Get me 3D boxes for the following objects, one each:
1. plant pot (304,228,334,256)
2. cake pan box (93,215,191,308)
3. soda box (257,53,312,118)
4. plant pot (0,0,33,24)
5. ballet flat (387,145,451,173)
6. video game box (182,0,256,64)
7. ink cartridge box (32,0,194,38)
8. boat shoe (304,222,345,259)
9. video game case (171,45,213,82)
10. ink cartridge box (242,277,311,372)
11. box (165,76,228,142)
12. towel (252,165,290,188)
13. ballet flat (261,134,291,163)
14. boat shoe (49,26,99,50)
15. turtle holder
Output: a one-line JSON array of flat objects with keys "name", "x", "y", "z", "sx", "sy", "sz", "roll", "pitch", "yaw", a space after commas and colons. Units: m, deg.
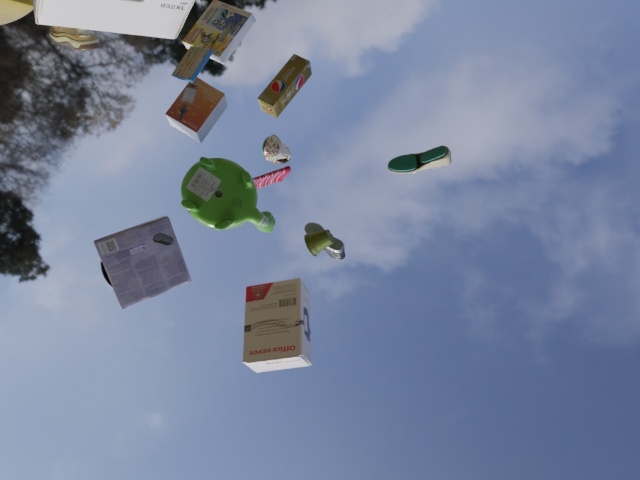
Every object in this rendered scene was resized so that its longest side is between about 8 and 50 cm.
[{"name": "plant pot", "x": 0.000, "y": 0.000, "z": 1.879, "sx": 0.079, "sy": 0.083, "sz": 0.083, "roll": -26, "pitch": -143, "yaw": 19}, {"name": "cake pan box", "x": -0.601, "y": 0.072, "z": 1.902, "sx": 0.267, "sy": 0.245, "sz": 0.070, "roll": -23, "pitch": -165, "yaw": -18}, {"name": "soda box", "x": -0.100, "y": -0.438, "z": 1.597, "sx": 0.058, "sy": 0.061, "sz": 0.181, "roll": 31, "pitch": -106, "yaw": 17}, {"name": "plant pot", "x": -0.783, "y": -0.632, "z": 1.311, "sx": 0.187, "sy": 0.212, "sz": 0.212, "roll": 8, "pitch": -168, "yaw": 24}, {"name": "ballet flat", "x": 0.383, "y": -0.294, "z": 2.152, "sx": 0.249, "sy": 0.086, "sz": 0.086, "roll": -10, "pitch": -137, "yaw": 28}, {"name": "video game box", "x": -0.359, "y": -0.741, "z": 1.988, "sx": 0.187, "sy": 0.048, "sz": 0.205, "roll": 28, "pitch": -101, "yaw": 26}, {"name": "ink cartridge box", "x": -0.343, "y": -0.492, "z": 0.885, "sx": 0.129, "sy": 0.223, "sz": 0.307, "roll": -34, "pitch": -113, "yaw": 55}, {"name": "boat shoe", "x": 0.015, "y": 0.007, "z": 2.089, "sx": 0.183, "sy": 0.083, "sz": 0.065, "roll": 36, "pitch": -111, "yaw": 27}, {"name": "video game case", "x": -0.407, "y": -0.559, "z": 1.779, "sx": 0.166, "sy": 0.015, "sz": 0.119, "roll": 30, "pitch": -93, "yaw": 50}, {"name": "ink cartridge box", "x": -0.121, "y": 0.242, "z": 1.599, "sx": 0.172, "sy": 0.100, "sz": 0.237, "roll": -10, "pitch": -123, "yaw": 13}, {"name": "box", "x": -0.415, "y": -0.441, "z": 1.897, "sx": 0.130, "sy": 0.091, "sz": 0.170, "roll": 31, "pitch": -103, "yaw": 4}, {"name": "towel", "x": -0.278, "y": -0.266, "z": 2.580, "sx": 0.275, "sy": 0.031, "sz": 0.199, "roll": -23, "pitch": 177, "yaw": -21}, {"name": "ballet flat", "x": -0.134, "y": -0.291, "z": 1.817, "sx": 0.077, "sy": 0.091, "sz": 0.241, "roll": 13, "pitch": -174, "yaw": 1}, {"name": "boat shoe", "x": -0.549, "y": -0.473, "z": 1.248, "sx": 0.190, "sy": 0.072, "sz": 0.068, "roll": 25, "pitch": -140, "yaw": 37}, {"name": "turtle holder", "x": -0.313, "y": -0.157, "z": 1.953, "sx": 0.321, "sy": 0.243, "sz": 0.227, "roll": 3, "pitch": -179, "yaw": -4}]
